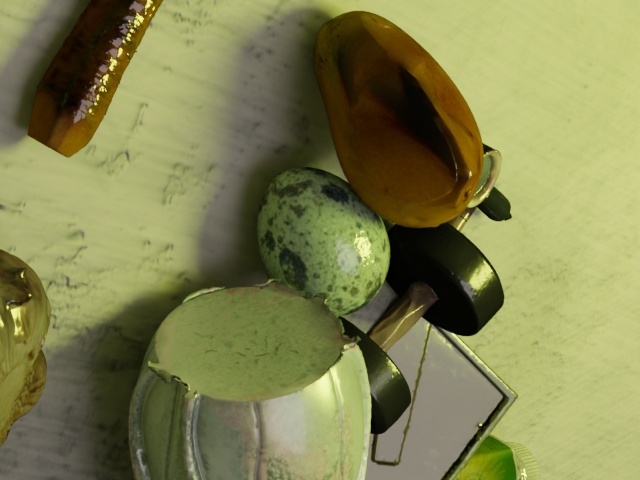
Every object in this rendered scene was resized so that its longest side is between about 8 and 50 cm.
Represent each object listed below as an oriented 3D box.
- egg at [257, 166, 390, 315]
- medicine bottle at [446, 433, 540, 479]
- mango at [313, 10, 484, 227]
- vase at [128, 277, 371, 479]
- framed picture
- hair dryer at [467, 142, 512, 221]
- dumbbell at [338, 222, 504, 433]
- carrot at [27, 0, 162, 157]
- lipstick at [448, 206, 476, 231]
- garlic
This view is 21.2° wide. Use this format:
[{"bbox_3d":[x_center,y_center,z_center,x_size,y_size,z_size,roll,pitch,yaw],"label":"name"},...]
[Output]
[{"bbox_3d":[0.000,0.000,1.766,0.132,0.132,0.172,-42,122,-23],"label":"egg"},{"bbox_3d":[0.184,0.309,2.143,0.188,0.088,0.132,-6,110,-44],"label":"medicine bottle"},{"bbox_3d":[0.076,-0.126,1.736,0.236,0.136,0.166,61,22,-2],"label":"mango"},{"bbox_3d":[-0.073,0.276,1.751,0.250,0.250,0.445,-26,131,-35],"label":"vase"},{"bbox_3d":[0.086,0.225,1.991,0.209,0.019,0.281,46,74,-21],"label":"framed picture"},{"bbox_3d":[0.158,-0.068,1.929,0.070,0.128,0.255,-57,153,-3],"label":"hair dryer"},{"bbox_3d":[0.080,0.091,1.879,0.218,0.152,0.152,-45,136,-20],"label":"dumbbell"},{"bbox_3d":[-0.167,-0.219,1.532,0.066,0.066,0.314,35,83,-49],"label":"carrot"},{"bbox_3d":[0.164,-0.026,2.006,0.094,0.019,0.019,-55,138,-10],"label":"lipstick"},{"bbox_3d":[-0.333,0.111,1.467,0.245,0.161,0.245,-57,162,-30],"label":"garlic"}]
